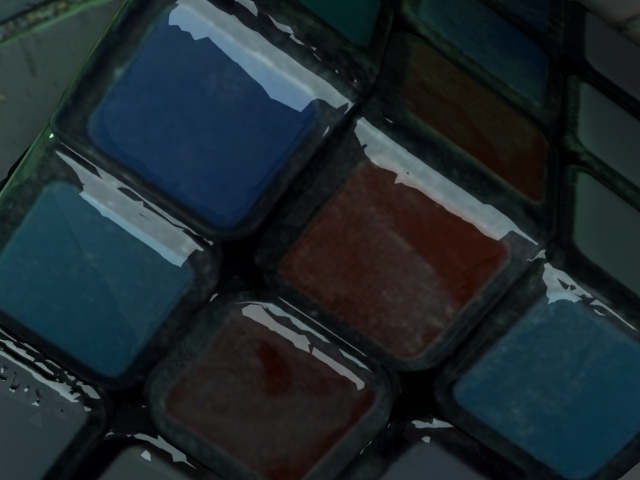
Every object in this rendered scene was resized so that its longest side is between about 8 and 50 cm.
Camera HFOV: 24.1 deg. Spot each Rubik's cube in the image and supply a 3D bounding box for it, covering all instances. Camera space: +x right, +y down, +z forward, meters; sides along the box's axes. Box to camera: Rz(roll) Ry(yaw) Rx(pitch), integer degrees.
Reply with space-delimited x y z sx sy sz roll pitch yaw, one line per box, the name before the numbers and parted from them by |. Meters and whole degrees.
Rubik's cube | 0.000 0.000 0.905 0.359 0.362 0.363 37 116 -9
